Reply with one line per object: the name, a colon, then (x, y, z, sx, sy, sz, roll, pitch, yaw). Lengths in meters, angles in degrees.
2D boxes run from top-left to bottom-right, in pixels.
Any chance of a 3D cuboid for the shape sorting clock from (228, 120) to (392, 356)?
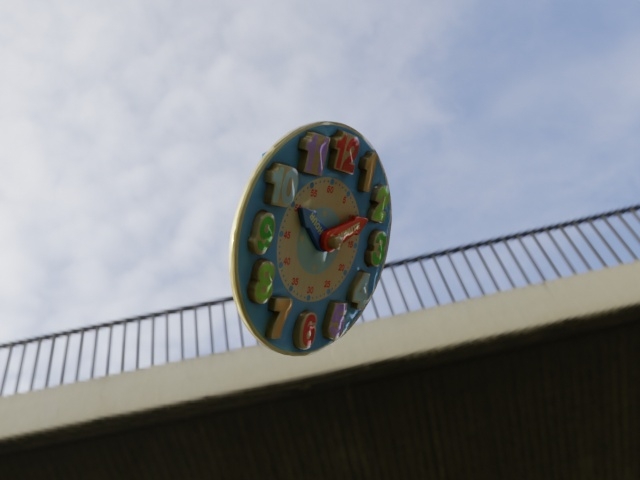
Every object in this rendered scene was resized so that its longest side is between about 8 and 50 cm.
shape sorting clock: (0.000, 0.000, 0.760, 0.040, 0.206, 0.206, 8, -44, 39)
